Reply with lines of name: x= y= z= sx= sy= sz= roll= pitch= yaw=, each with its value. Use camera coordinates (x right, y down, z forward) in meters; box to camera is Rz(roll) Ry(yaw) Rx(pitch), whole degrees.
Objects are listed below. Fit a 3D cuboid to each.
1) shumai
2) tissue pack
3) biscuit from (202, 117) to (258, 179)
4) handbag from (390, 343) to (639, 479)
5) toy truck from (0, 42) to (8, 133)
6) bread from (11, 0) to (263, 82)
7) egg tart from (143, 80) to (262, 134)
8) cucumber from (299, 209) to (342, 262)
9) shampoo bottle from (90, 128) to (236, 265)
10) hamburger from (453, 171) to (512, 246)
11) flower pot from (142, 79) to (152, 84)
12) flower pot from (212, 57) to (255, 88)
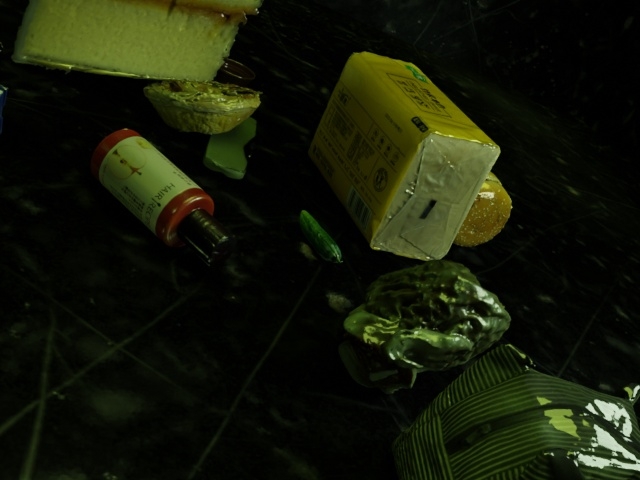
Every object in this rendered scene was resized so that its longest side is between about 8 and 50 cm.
shumai: x=0.141 y=0.148 z=1.219 sx=0.218 sy=0.256 sz=0.189 roll=-41 pitch=98 yaw=-33
tissue pack: x=0.164 y=-0.184 z=1.724 sx=0.228 sy=0.293 sz=0.382 roll=6 pitch=33 yaw=-30
biscuit: x=-0.186 y=-0.207 z=1.699 sx=0.099 sy=0.038 sz=0.322 roll=20 pitch=27 yaw=-10
handbag: x=0.284 y=0.291 z=1.024 sx=0.340 sy=0.240 sz=0.247 roll=19 pitch=31 yaw=-23
toy truck: x=-0.592 y=-0.227 z=1.225 sx=0.213 sy=0.161 sz=0.177 roll=24 pitch=49 yaw=-10
bread: x=-0.337 y=-0.461 z=1.570 sx=0.404 sy=0.346 sz=0.242 roll=20 pitch=16 yaw=17
egg tart: x=-0.246 y=-0.282 z=1.676 sx=0.252 sy=0.099 sz=0.232 roll=-1 pitch=26 yaw=-22
cucumber: x=0.000 y=0.000 z=1.503 sx=0.039 sy=0.039 sz=0.168 roll=7 pitch=31 yaw=-38
shampoo bottle: x=-0.245 y=-0.063 z=1.290 sx=0.278 sy=0.104 sz=0.104 roll=40 pitch=27 yaw=22
hamburger: x=0.340 y=-0.066 z=1.824 sx=0.191 sy=0.181 sz=0.118 roll=64 pitch=10 yaw=-45
flower pot: x=-0.356 y=-0.437 z=1.789 sx=0.235 sy=0.235 sz=0.148 roll=-6 pitch=63 yaw=-51
flower pot: x=-0.221 y=-0.370 z=1.905 sx=0.111 sy=0.089 sz=0.111 roll=22 pitch=26 yaw=-11
